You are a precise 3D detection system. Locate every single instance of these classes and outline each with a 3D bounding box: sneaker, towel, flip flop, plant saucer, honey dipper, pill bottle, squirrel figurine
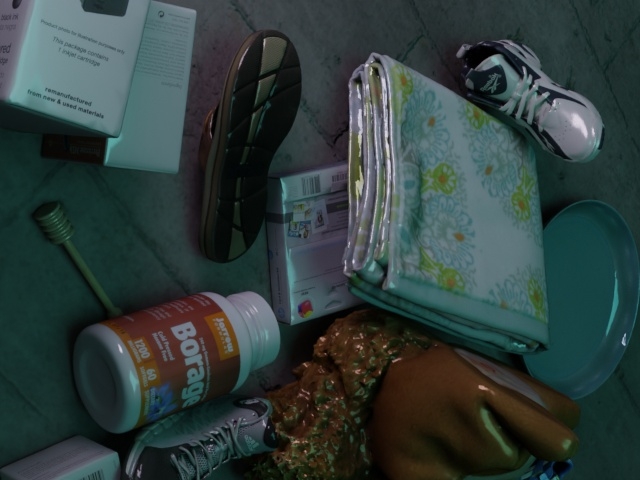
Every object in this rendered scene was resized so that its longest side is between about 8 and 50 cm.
[{"bbox_3d":[-0.118,0.226,1.286,0.229,0.132,0.086,-49,132,-59],"label":"sneaker"},{"bbox_3d":[0.175,-0.040,1.525,0.374,0.090,0.321,23,61,-42],"label":"towel"},{"bbox_3d":[-0.098,-0.111,1.351,0.112,0.080,0.277,-5,115,-46],"label":"flip flop"},{"bbox_3d":[0.398,0.092,1.838,0.317,0.043,0.318,-7,101,-40],"label":"plant saucer"},{"bbox_3d":[-0.255,0.029,1.256,0.030,0.030,0.161,-45,125,-28],"label":"honey dipper"},{"bbox_3d":[-0.155,0.126,1.297,0.216,0.121,0.121,-17,107,-39],"label":"pill bottle"},{"bbox_3d":[0.337,0.378,1.815,0.144,0.059,0.053,-42,124,-28],"label":"sneaker"},{"bbox_3d":[0.091,0.302,1.458,0.370,0.397,0.281,-62,176,7],"label":"squirrel figurine"},{"bbox_3d":[0.267,-0.193,1.569,0.153,0.235,0.094,2,138,-42],"label":"sneaker"}]

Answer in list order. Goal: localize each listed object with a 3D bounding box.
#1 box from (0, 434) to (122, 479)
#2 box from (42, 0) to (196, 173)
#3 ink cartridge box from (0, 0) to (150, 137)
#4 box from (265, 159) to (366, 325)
[{"bbox_3d":[-0.270,0.278,1.240,0.101,0.087,0.102,-21,111,-38],"label":"box"},{"bbox_3d":[-0.209,-0.160,1.201,0.091,0.130,0.171,5,92,-43],"label":"box"},{"bbox_3d":[-0.256,-0.252,1.094,0.121,0.211,0.289,16,85,-40],"label":"ink cartridge box"},{"bbox_3d":[0.000,0.000,1.473,0.145,0.038,0.186,-14,105,-39],"label":"box"}]
